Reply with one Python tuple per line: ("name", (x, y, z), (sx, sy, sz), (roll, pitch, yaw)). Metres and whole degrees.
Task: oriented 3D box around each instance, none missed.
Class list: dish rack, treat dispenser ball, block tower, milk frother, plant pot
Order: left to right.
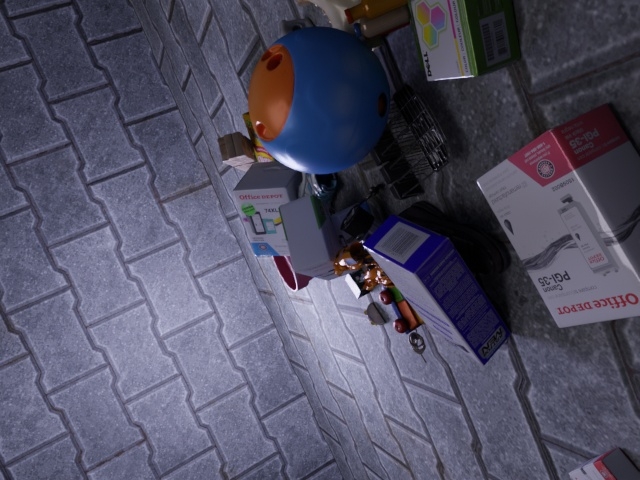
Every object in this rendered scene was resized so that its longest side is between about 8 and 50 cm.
("block tower", (-0.295, -0.331, 2.035), (0.335, 0.090, 0.097), (9, -112, -83))
("plant pot", (-0.060, 0.063, 1.983), (0.201, 0.180, 0.201), (51, 156, 33))
("treat dispenser ball", (-0.003, -0.279, 1.084), (0.288, 0.288, 0.288), (51, 157, 33))
("milk frother", (0.151, -0.058, 1.440), (0.134, 0.129, 0.143), (33, 132, -13))
("dish rack", (0.193, -0.213, 1.170), (0.208, 0.074, 0.271), (61, 159, 6))

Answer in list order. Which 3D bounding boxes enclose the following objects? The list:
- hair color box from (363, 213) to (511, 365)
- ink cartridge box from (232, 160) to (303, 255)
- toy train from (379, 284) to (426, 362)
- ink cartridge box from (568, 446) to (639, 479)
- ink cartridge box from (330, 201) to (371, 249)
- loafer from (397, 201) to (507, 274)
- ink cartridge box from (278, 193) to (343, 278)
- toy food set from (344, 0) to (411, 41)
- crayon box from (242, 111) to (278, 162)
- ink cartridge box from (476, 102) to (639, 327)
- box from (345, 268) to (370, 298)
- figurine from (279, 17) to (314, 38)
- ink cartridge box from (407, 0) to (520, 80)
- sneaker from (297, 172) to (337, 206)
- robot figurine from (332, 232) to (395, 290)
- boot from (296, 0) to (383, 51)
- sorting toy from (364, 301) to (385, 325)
("hair color box", (0.257, 0.108, 1.165), (0.339, 0.110, 0.185), (51, 170, -33))
("ink cartridge box", (-0.141, -0.112, 1.831), (0.198, 0.197, 0.270), (-1, 125, 21))
("toy train", (0.274, 0.208, 1.446), (0.143, 0.105, 0.248), (-34, 82, 57))
("ink cartridge box", (0.571, 0.478, 1.056), (0.099, 0.056, 0.135), (55, 158, 25))
("ink cartridge box", (0.113, -0.010, 1.567), (0.060, 0.104, 0.180), (-2, 113, 66))
("loafer", (0.272, 0.006, 1.188), (0.302, 0.095, 0.109), (39, 147, 51))
("ink cartridge box", (0.000, 0.000, 1.608), (0.278, 0.117, 0.202), (24, -131, -68))
("toy food set", (0.095, -0.435, 0.975), (0.232, 0.104, 0.111), (-97, -17, -47))
("crayon box", (-0.184, -0.361, 1.938), (0.202, 0.081, 0.319), (28, 139, 60))
("ink cartridge box", (0.394, -0.024, 0.807), (0.283, 0.117, 0.207), (62, 160, 7))
("box", (0.127, 0.140, 1.788), (0.083, 0.052, 0.062), (57, 158, 22))
("figurine", (-0.040, -0.458, 1.453), (0.215, 0.092, 0.209), (59, 164, 17))
("ink cartridge box", (0.199, -0.375, 0.915), (0.255, 0.097, 0.189), (23, 135, 61))
("sneaker", (-0.003, -0.165, 1.675), (0.122, 0.110, 0.283), (41, 150, 41))
("robot figurine", (0.159, 0.060, 1.360), (0.211, 0.085, 0.291), (27, 161, -18))
("boot", (0.036, -0.499, 1.191), (0.262, 0.095, 0.204), (14, 128, 60))
("sorting toy", (0.183, 0.263, 1.831), (0.083, 0.044, 0.075), (57, 178, 21))
